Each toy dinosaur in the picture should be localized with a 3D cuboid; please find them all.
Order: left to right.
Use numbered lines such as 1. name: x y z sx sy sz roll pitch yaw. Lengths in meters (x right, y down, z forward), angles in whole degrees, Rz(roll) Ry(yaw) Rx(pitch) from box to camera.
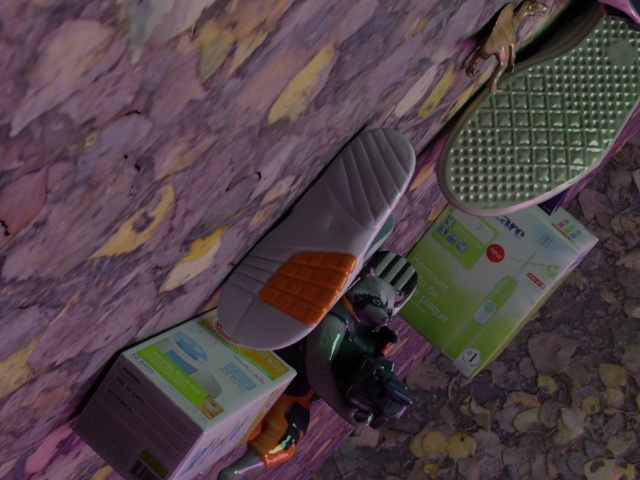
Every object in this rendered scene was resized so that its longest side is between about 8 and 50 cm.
1. toy dinosaur: 0.190 -0.213 1.420 0.183 0.053 0.092 -45 154 -49

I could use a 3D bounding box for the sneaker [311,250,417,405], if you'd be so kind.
1. sneaker: 0.025 0.148 1.826 0.281 0.106 0.162 -43 170 -23

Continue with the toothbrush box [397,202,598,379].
1. toothbrush box: 0.262 0.042 2.056 0.283 0.206 0.122 -52 166 24

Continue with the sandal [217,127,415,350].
1. sandal: 0.008 0.006 1.322 0.265 0.102 0.076 -50 165 0

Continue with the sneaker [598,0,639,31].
1. sneaker: 0.400 -0.284 1.523 0.319 0.131 0.112 13 77 -69

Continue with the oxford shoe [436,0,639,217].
1. oxford shoe: 0.316 -0.188 1.672 0.449 0.169 0.130 -45 -173 -16

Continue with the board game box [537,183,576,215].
1. board game box: 0.311 -0.134 1.826 0.048 0.141 0.170 -40 165 -33

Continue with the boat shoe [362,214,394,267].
1. boat shoe: 0.016 0.028 1.498 0.183 0.065 0.083 -35 164 -47

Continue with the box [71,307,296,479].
1. box: -0.129 0.157 1.286 0.103 0.114 0.203 -54 167 23

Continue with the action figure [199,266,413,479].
1. action figure: -0.021 0.165 1.542 0.330 0.178 0.341 -48 -172 -11
